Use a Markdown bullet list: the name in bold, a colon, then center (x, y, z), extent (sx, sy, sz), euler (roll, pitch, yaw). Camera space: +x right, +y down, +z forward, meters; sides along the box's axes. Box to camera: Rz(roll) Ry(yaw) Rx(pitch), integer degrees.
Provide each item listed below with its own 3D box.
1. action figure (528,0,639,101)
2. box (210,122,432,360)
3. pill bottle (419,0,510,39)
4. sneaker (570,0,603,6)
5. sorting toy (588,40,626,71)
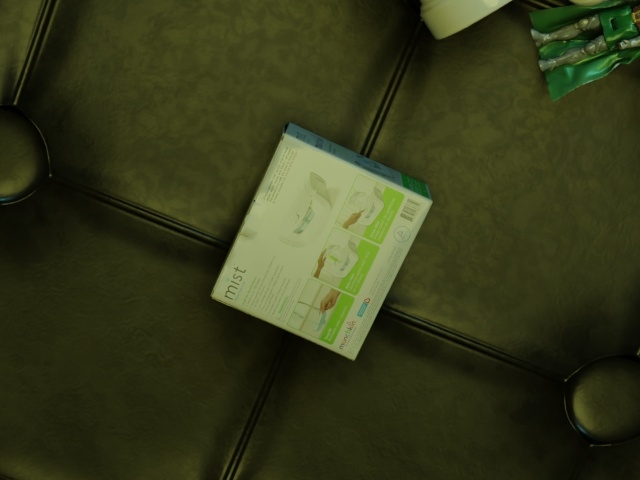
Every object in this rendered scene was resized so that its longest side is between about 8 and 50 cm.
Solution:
- **action figure**: center (0.405, -0.289, 1.473), extent (0.232, 0.063, 0.137), euler (-17, 78, 20)
- **box**: center (0.000, 0.000, 1.567), extent (0.231, 0.127, 0.262), euler (24, 104, -3)
- **pill bottle**: center (0.128, -0.457, 1.407), extent (0.210, 0.210, 0.363), euler (-31, 101, 9)
- **sneaker**: center (0.308, -0.448, 1.422), extent (0.106, 0.123, 0.290), euler (-13, 90, 36)
- **sorting toy**: center (0.515, -0.356, 1.482), extent (0.196, 0.047, 0.347), euler (43, 105, 20)
